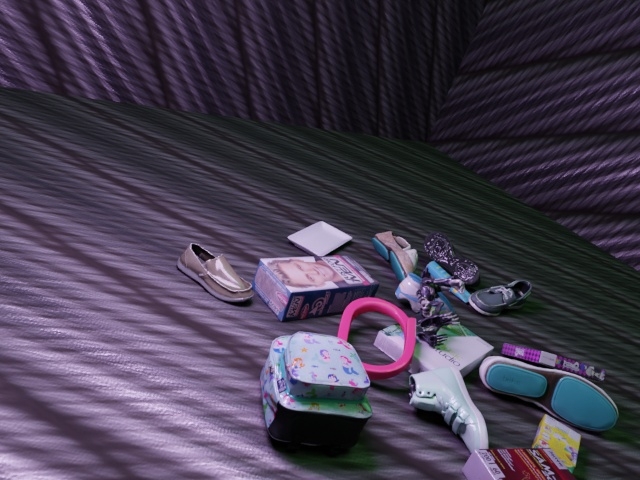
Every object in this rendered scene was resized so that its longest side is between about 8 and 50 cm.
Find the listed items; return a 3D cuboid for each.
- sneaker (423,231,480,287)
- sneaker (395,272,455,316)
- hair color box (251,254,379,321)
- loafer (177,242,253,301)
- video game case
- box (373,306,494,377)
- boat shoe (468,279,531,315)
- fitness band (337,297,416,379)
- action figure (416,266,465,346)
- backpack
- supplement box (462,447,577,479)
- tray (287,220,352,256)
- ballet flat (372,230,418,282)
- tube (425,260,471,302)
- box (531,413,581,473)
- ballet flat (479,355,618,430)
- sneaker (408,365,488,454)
[{"bbox_3d":[0.503,0.082,2.320,0.286,0.109,0.130,53,6,34],"label":"sneaker"},{"bbox_3d":[0.348,0.199,1.988,0.229,0.092,0.087,35,18,-17],"label":"sneaker"},{"bbox_3d":[-0.010,0.133,1.805,0.348,0.105,0.174,-2,32,-41],"label":"hair color box"},{"bbox_3d":[-0.293,0.088,1.692,0.251,0.087,0.094,28,25,16],"label":"loafer"},{"bbox_3d":[0.695,0.366,1.824,0.211,0.041,0.232,17,-6,-8],"label":"video game case"},{"bbox_3d":[0.338,0.309,1.770,0.232,0.058,0.322,35,27,29],"label":"box"},{"bbox_3d":[0.659,0.197,2.202,0.320,0.099,0.116,-2,43,-41],"label":"boat shoe"},{"bbox_3d":[0.151,0.263,1.641,0.209,0.054,0.290,9,35,7],"label":"fitness band"},{"bbox_3d":[0.352,0.188,1.788,0.141,0.163,0.275,2,32,10],"label":"action figure"},{"bbox_3d":[-0.017,0.312,1.337,0.225,0.190,0.253,11,20,-18],"label":"backpack"},{"bbox_3d":[0.456,0.539,1.359,0.240,0.073,0.130,9,26,-27],"label":"supplement box"},{"bbox_3d":[0.000,0.000,2.188,0.145,0.030,0.270,28,25,18],"label":"tray"},{"bbox_3d":[0.290,0.051,2.196,0.106,0.107,0.316,-18,36,-9],"label":"ballet flat"},{"bbox_3d":[0.475,0.158,2.222,0.080,0.052,0.207,-10,44,-45],"label":"tube"},{"bbox_3d":[0.600,0.526,1.542,0.105,0.043,0.179,30,23,19],"label":"box"},{"bbox_3d":[0.642,0.417,1.725,0.401,0.139,0.139,20,24,0],"label":"ballet flat"},{"bbox_3d":[0.300,0.426,1.473,0.151,0.094,0.255,-5,41,-13],"label":"sneaker"}]
